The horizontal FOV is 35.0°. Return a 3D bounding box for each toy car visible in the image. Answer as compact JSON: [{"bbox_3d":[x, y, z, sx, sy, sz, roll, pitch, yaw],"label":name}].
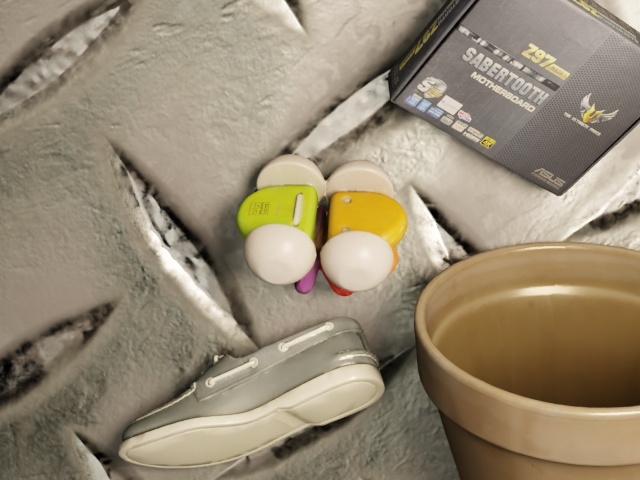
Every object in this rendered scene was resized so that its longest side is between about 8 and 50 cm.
[{"bbox_3d":[0.000,0.000,1.101,0.182,0.159,0.136,5,137,1],"label":"toy car"}]

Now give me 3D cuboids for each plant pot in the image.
[{"bbox_3d":[0.261,0.194,1.050,0.323,0.323,0.280,-3,116,3],"label":"plant pot"}]

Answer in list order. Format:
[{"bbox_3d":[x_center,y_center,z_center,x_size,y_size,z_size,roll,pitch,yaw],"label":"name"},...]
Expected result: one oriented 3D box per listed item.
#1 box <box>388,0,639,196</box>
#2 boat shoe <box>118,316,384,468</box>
[{"bbox_3d":[0.213,-0.165,1.023,0.233,0.059,0.183,26,125,-22],"label":"box"},{"bbox_3d":[-0.085,0.176,1.163,0.319,0.116,0.099,-21,56,13],"label":"boat shoe"}]
